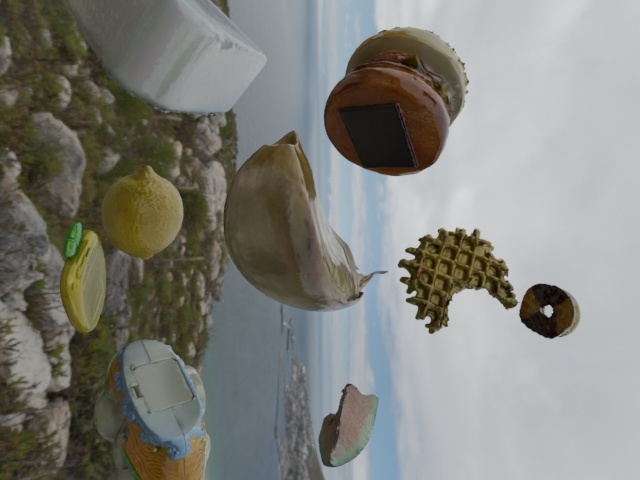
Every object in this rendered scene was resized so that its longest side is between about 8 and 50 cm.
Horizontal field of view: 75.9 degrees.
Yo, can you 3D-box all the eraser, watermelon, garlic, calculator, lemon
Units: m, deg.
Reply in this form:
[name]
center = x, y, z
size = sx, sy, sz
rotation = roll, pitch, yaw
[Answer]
[eraser]
center = -0.235, -0.322, 0.645
size = 0.150, 0.331, 0.331
rotation = -43, -161, 19
[watermelon]
center = 0.031, 0.310, 0.674
size = 0.080, 0.101, 0.155
rotation = 57, 23, -22
[garlic]
center = -0.002, 0.018, 0.609
size = 0.196, 0.151, 0.338
rotation = -53, 125, -22
[calculator]
center = -0.414, 0.068, 0.723
size = 0.235, 0.032, 0.146
rotation = 110, -19, -44
[lemon]
center = -0.435, -0.064, 1.008
size = 0.187, 0.186, 0.244
rotation = -89, -168, -72

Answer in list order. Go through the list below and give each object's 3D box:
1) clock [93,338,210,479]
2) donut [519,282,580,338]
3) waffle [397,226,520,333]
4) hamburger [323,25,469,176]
[clock]
center = -0.206, 0.225, 0.499
size = 0.231, 0.103, 0.144
rotation = 47, -55, 36
[donut]
center = 0.564, 0.174, 1.008
size = 0.140, 0.059, 0.141
rotation = -33, -128, 54
[waffle]
center = 0.349, 0.085, 1.056
size = 0.069, 0.292, 0.260
rotation = 104, -33, -70
[hamburger]
center = 0.164, -0.291, 0.875
size = 0.291, 0.290, 0.225
rotation = 89, 22, -57
